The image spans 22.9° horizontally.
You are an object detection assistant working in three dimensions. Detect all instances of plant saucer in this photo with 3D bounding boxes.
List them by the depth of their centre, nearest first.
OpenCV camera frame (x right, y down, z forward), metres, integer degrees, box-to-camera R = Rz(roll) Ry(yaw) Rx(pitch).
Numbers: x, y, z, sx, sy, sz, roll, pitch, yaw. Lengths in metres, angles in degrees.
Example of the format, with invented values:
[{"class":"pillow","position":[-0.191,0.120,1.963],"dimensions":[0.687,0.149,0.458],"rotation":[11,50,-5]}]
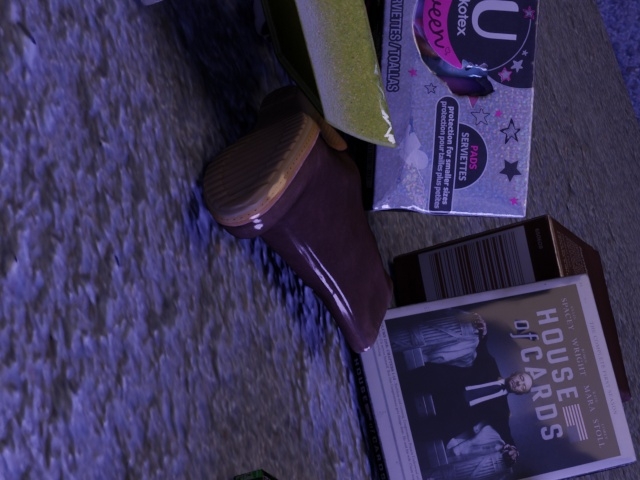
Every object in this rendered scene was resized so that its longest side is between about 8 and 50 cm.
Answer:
[{"class":"plant saucer","position":[-0.010,-0.181,1.238],"dimensions":[0.188,0.045,0.188],"rotation":[-124,-164,-55]}]

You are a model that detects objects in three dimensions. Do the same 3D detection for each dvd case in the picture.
[{"class":"dvd case","position":[0.151,0.134,1.396],"dimensions":[0.029,0.239,0.179],"rotation":[142,-64,-67]}]

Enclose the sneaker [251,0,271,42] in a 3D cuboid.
[{"class":"sneaker","position":[-0.015,-0.205,1.417],"dimensions":[0.071,0.068,0.170],"rotation":[68,14,21]}]

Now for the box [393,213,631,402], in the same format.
[{"class":"box","position":[0.194,0.090,1.581],"dimensions":[0.203,0.168,0.167],"rotation":[25,52,-64]}]

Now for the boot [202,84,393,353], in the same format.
[{"class":"boot","position":[0.000,0.000,1.248],"dimensions":[0.207,0.090,0.248],"rotation":[64,18,-17]}]

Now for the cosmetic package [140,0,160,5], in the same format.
[{"class":"cosmetic package","position":[-0.126,-0.324,1.076],"dimensions":[0.113,0.160,0.309],"rotation":[-88,154,-44]}]

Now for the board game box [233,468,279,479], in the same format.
[{"class":"board game box","position":[0.009,0.269,1.161],"dimensions":[0.260,0.030,0.136],"rotation":[44,33,-54]}]

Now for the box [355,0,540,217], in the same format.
[{"class":"box","position":[0.113,-0.145,1.417],"dimensions":[0.163,0.142,0.247],"rotation":[-161,-106,-85]}]
